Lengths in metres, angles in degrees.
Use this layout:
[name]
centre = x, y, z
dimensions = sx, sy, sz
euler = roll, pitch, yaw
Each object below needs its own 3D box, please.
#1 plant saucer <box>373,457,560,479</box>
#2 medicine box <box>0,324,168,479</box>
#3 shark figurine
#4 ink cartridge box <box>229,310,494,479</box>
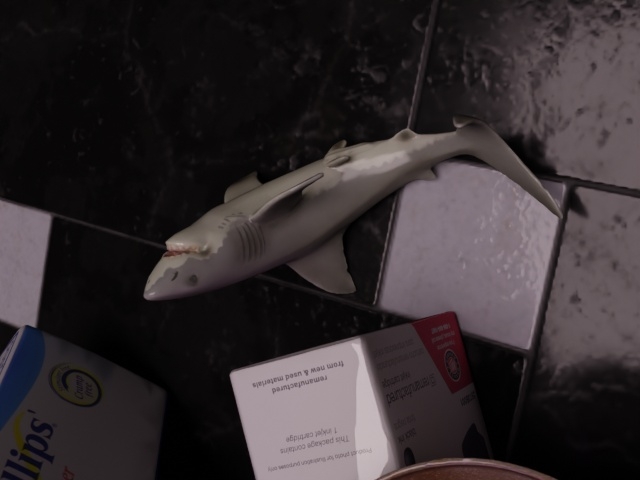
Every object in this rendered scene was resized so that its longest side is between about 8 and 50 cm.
[plant saucer]
centre = 0.079, 0.208, 0.432
dimensions = 0.199, 0.036, 0.198
euler = -1, 86, 13
[medicine box]
centre = -0.261, 0.265, 0.673
dimensions = 0.149, 0.263, 0.289
euler = 30, 111, -18
[shark figurine]
centre = 0.023, -0.014, 0.630
dimensions = 0.278, 0.166, 0.116
euler = -21, 106, 11
[ink cartridge box]
centre = 0.051, 0.178, 0.555
dimensions = 0.100, 0.172, 0.237
euler = -18, 83, 26
